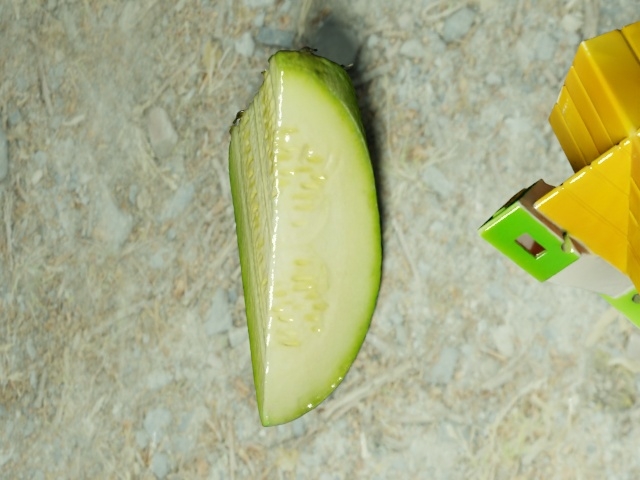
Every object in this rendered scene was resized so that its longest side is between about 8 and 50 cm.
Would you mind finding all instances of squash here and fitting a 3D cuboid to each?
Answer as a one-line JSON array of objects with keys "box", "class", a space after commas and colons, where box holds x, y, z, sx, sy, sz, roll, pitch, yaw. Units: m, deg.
[{"box": [0.000, 0.000, 1.347, 0.203, 0.111, 0.288, 129, 136, -61], "class": "squash"}]

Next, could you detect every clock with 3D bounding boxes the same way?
[{"box": [0.262, -0.049, 1.031, 0.235, 0.309, 0.166, -37, 63, 27], "class": "clock"}]
